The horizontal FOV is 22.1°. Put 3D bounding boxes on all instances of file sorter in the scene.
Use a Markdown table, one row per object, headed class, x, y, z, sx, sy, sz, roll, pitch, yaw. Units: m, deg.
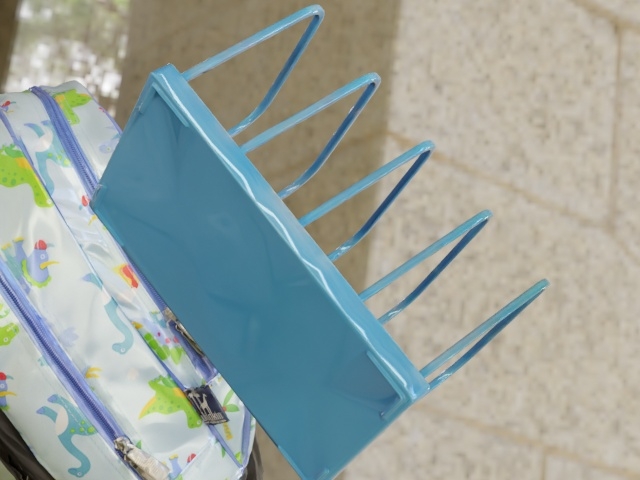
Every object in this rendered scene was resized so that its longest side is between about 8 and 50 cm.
| class | x | y | z | sx | sy | sz | roll | pitch | yaw |
| --- | --- | --- | --- | --- | --- | --- | --- | --- | --- |
| file sorter | 0.000 | 0.000 | 0.722 | 0.104 | 0.170 | 0.118 | -33 | -11 | -31 |

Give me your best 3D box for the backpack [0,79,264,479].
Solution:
| class | x | y | z | sx | sy | sz | roll | pitch | yaw |
| --- | --- | --- | --- | --- | --- | --- | --- | --- | --- |
| backpack | -0.187 | 0.057 | 1.219 | 0.355 | 0.273 | 0.290 | 44 | 6 | -30 |
